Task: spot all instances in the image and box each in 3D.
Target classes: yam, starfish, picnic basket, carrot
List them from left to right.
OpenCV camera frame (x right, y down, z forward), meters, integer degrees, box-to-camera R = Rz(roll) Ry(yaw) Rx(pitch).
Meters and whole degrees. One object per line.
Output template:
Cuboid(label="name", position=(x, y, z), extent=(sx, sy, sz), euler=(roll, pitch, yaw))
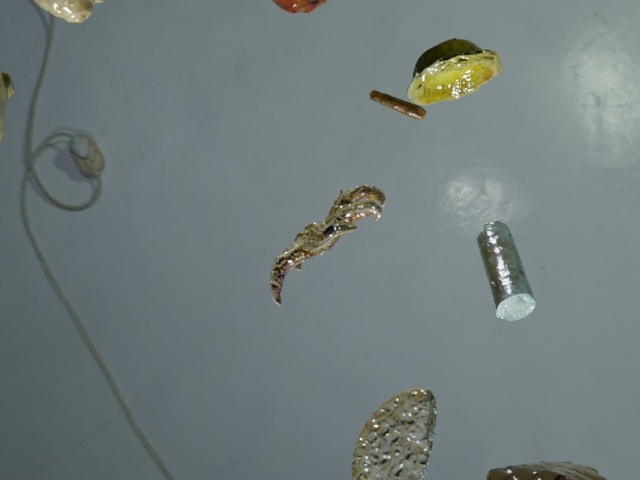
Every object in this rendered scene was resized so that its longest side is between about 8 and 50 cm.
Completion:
Cuboid(label="starfish", position=(-0.002, -0.001, 1.005), extent=(0.216, 0.238, 0.071), euler=(-42, 91, -20))
Cuboid(label="carrot", position=(0.221, -0.392, 1.899), extent=(0.171, 0.042, 0.042), euler=(22, 84, 1))
Cuboid(label="yam", position=(0.439, 0.066, 1.581), extent=(0.093, 0.093, 0.259), euler=(-3, 45, -1))
Cuboid(label="picnic basket", position=(0.257, 0.302, 0.687), extent=(0.128, 0.179, 0.137), euler=(-12, 69, 37))

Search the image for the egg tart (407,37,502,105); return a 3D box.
Cuboid(label="egg tart", position=(0.130, -0.172, 0.666), extent=(0.105, 0.105, 0.039), euler=(-16, 79, -2))

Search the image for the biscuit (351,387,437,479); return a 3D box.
Cuboid(label="biscuit", position=(0.153, 0.416, 1.324), extent=(0.040, 0.188, 0.265), euler=(34, 93, -39))

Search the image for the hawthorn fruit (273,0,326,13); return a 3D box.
Cuboid(label="hawthorn fruit", position=(-0.051, -0.582, 1.424), extent=(0.179, 0.173, 0.173), euler=(25, 84, 10))

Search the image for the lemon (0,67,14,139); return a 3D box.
Cuboid(label="lemon", position=(-0.485, -0.152, 0.710), extent=(0.288, 0.233, 0.233), euler=(-9, 82, -32))

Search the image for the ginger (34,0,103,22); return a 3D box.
Cuboid(label="ginger", position=(-0.308, -0.352, 0.824), extent=(0.086, 0.294, 0.131), euler=(-33, 115, 11))
